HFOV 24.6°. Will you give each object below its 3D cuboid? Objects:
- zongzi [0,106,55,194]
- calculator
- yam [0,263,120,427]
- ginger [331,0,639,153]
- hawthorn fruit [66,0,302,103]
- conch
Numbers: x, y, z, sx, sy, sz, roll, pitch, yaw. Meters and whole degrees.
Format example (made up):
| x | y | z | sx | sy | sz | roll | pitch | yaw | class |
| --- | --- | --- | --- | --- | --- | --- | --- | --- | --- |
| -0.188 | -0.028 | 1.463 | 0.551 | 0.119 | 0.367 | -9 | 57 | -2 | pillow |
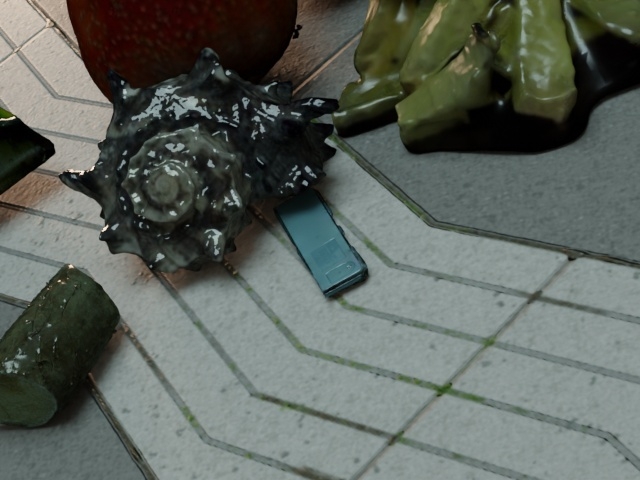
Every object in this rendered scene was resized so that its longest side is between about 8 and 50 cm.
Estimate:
| x | y | z | sx | sy | sz | roll | pitch | yaw | class |
| --- | --- | --- | --- | --- | --- | --- | --- | --- | --- |
| -0.553 | -0.123 | 1.893 | 0.319 | 0.362 | 0.383 | -34 | 79 | -13 | zongzi |
| 0.000 | 0.000 | 1.578 | 0.057 | 0.018 | 0.172 | -27 | 40 | -4 | calculator |
| -0.282 | 0.109 | 1.545 | 0.107 | 0.107 | 0.183 | 5 | 47 | 31 | yam |
| 0.163 | -0.274 | 1.650 | 0.358 | 0.211 | 0.413 | -44 | 44 | -18 | ginger |
| -0.192 | -0.325 | 1.762 | 0.284 | 0.369 | 0.285 | -30 | 14 | 9 | hawthorn fruit |
| -0.126 | -0.082 | 1.620 | 0.313 | 0.186 | 0.241 | -19 | 59 | -9 | conch |
